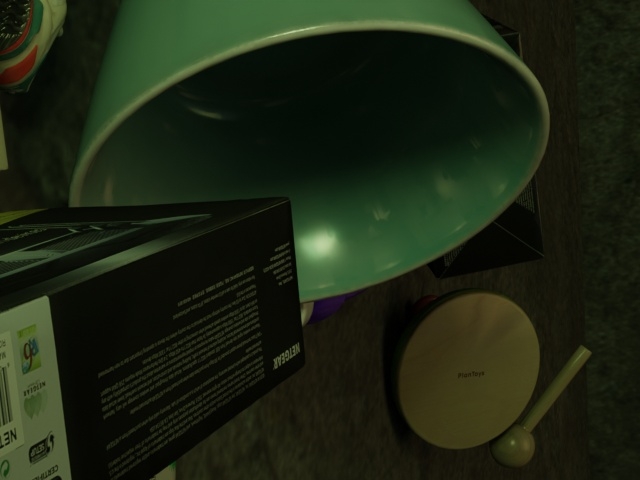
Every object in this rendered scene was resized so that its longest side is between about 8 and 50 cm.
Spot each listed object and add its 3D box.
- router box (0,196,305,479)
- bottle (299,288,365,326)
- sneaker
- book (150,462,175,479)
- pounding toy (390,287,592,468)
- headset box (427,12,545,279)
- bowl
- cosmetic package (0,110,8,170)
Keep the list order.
[{"bbox_3d":[-0.170,0.047,0.519,0.309,0.242,0.081,-26,112,-68],"label":"router box"},{"bbox_3d":[0.000,0.000,1.185,0.283,0.118,0.092,-50,135,-63],"label":"bottle"},{"bbox_3d":[-0.173,-0.159,0.831,0.075,0.057,0.161,86,9,-63],"label":"sneaker"},{"bbox_3d":[-0.134,0.136,0.931,0.144,0.035,0.096,-2,94,-72],"label":"book"},{"bbox_3d":[0.164,0.142,1.626,0.236,0.110,0.183,28,91,-29],"label":"pounding toy"},{"bbox_3d":[0.119,-0.114,1.412,0.293,0.110,0.218,-119,-161,-72],"label":"headset box"},{"bbox_3d":[-0.021,-0.101,0.946,0.311,0.311,0.163,52,20,-59],"label":"bowl"},{"bbox_3d":[-0.200,-0.088,0.723,0.041,0.060,0.115,-28,113,-67],"label":"cosmetic package"}]
